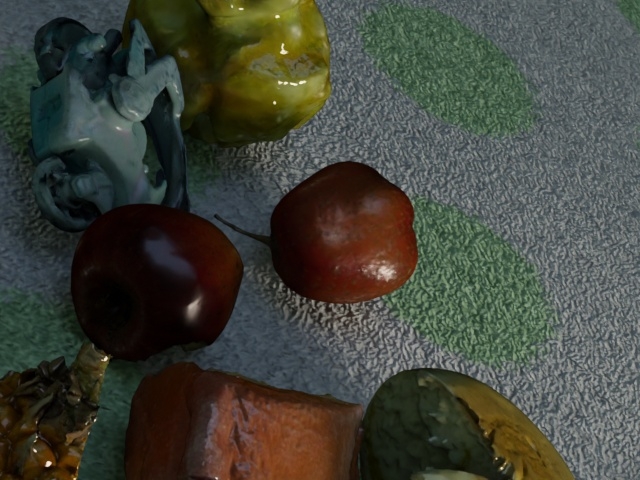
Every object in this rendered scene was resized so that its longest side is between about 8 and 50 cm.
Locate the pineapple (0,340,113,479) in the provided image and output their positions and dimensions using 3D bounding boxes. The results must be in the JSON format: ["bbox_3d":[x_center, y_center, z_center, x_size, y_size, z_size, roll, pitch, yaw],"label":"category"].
[{"bbox_3d":[-0.258,0.154,1.535,0.140,0.164,0.249,18,41,-9],"label":"pineapple"}]

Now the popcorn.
[{"bbox_3d":[-0.093,-0.238,2.039,0.276,0.276,0.225,38,30,5],"label":"popcorn"}]

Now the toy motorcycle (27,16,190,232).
[{"bbox_3d":[-0.222,-0.106,1.886,0.206,0.154,0.260,26,49,-44],"label":"toy motorcycle"}]

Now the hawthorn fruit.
[{"bbox_3d":[0.000,0.000,1.935,0.203,0.162,0.162,-13,55,-26],"label":"hawthorn fruit"}]

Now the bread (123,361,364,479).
[{"bbox_3d":[-0.060,0.189,1.631,0.244,0.190,0.123,19,74,-36],"label":"bread"}]

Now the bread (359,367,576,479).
[{"bbox_3d":[0.150,0.283,1.689,0.333,0.160,0.333,40,26,-24],"label":"bread"}]

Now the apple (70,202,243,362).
[{"bbox_3d":[-0.156,0.035,1.766,0.156,0.147,0.158,25,29,26],"label":"apple"}]
